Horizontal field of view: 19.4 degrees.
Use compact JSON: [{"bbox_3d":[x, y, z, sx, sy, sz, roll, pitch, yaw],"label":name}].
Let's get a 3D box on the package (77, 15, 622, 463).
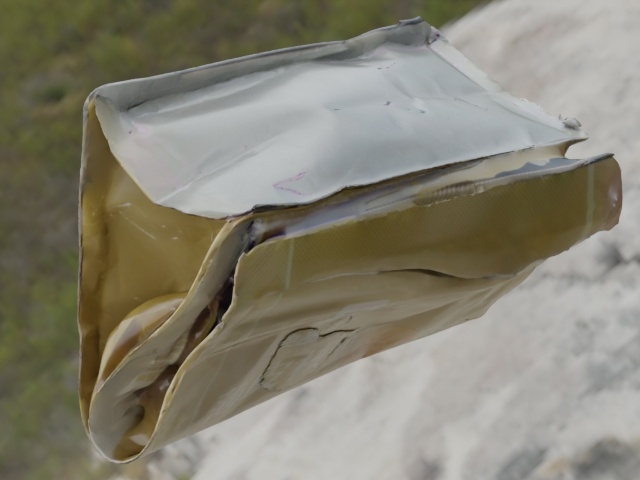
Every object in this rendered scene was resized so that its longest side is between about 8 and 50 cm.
[{"bbox_3d":[0.024,0.004,1.103,0.165,0.221,0.311,18,23,40],"label":"package"}]
